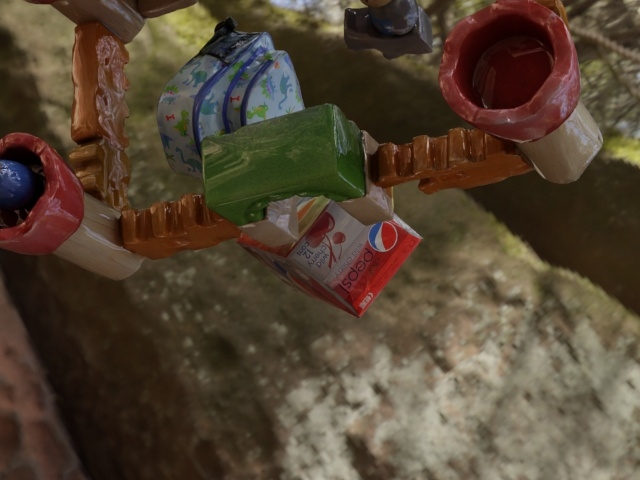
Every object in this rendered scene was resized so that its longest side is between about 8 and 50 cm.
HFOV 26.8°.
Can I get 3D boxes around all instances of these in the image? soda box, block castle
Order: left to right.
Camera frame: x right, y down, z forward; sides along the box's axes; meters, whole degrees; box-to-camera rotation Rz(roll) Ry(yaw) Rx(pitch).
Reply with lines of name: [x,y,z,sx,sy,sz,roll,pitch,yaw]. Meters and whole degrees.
block castle: [-0.043,-0.162,0.961,0.453,0.213,0.303,-12,-112,22]
soda box: [0.000,0.000,1.215,0.083,0.092,0.263,40,-5,-11]

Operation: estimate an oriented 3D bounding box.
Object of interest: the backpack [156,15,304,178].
backpack: [-0.070,-0.103,1.070,0.084,0.114,0.105,16,-43,34]
